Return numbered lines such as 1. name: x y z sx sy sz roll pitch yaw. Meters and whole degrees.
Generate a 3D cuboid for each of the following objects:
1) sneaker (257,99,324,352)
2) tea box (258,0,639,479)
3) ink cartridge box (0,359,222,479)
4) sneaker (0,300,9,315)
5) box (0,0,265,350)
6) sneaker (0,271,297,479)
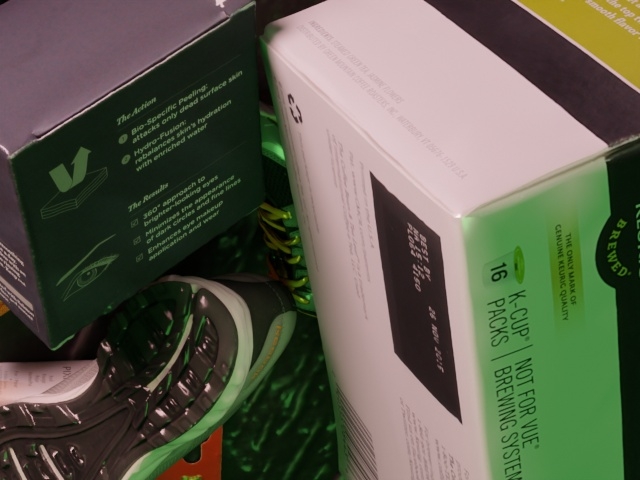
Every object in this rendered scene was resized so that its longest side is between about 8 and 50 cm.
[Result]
1. sneaker: 0.000 0.000 0.981 0.083 0.084 0.215 -42 124 -6
2. tea box: 0.174 0.010 0.896 0.323 0.220 0.329 -21 128 -16
3. ink cartridge box: -0.155 0.148 1.098 0.179 0.045 0.145 0 126 -6
4. sneaker: -0.174 0.011 0.984 0.067 0.064 0.175 36 113 -25
5. box: -0.117 -0.055 0.855 0.156 0.093 0.158 -36 149 -26
6. sneaker: -0.113 0.108 0.989 0.271 0.108 0.100 -38 78 34
